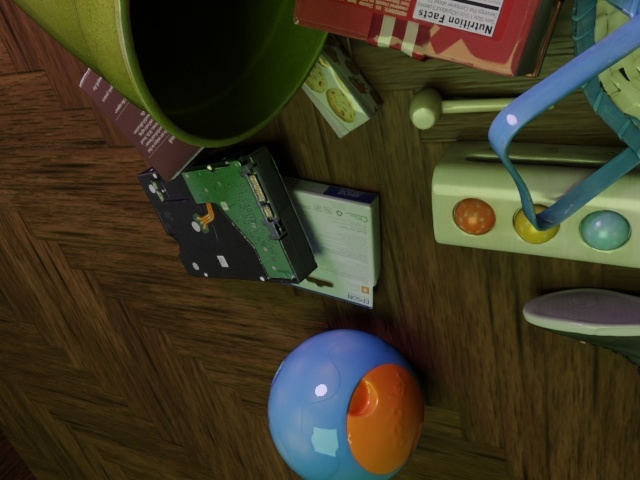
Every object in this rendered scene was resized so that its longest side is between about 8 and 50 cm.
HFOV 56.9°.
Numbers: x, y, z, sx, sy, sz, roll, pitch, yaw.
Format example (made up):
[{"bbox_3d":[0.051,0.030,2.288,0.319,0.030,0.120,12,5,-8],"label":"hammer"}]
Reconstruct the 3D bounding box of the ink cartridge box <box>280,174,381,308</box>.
[{"bbox_3d":[0.000,0.000,1.050,0.223,0.045,0.224,14,130,23],"label":"ink cartridge box"}]

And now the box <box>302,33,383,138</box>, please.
[{"bbox_3d":[-0.035,-0.296,0.834,0.067,0.063,0.324,-27,106,39],"label":"box"}]

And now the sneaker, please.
[{"bbox_3d":[0.448,0.156,0.853,0.295,0.104,0.147,2,119,25],"label":"sneaker"}]

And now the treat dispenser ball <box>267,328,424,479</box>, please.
[{"bbox_3d":[0.046,0.309,1.089,0.288,0.288,0.288,16,130,20],"label":"treat dispenser ball"}]

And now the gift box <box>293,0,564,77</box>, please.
[{"bbox_3d":[0.152,-0.313,0.584,0.255,0.258,0.276,25,113,16],"label":"gift box"}]

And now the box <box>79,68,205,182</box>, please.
[{"bbox_3d":[-0.220,-0.238,0.918,0.203,0.168,0.167,48,133,-10],"label":"box"}]

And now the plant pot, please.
[{"bbox_3d":[-0.204,-0.338,0.650,0.352,0.366,0.367,27,133,20],"label":"plant pot"}]

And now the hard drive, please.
[{"bbox_3d":[-0.177,-0.040,1.073,0.338,0.064,0.237,0,121,46],"label":"hard drive"}]

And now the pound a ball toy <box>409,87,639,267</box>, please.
[{"bbox_3d":[0.264,-0.080,0.766,0.319,0.136,0.208,8,127,26],"label":"pound a ball toy"}]

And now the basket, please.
[{"bbox_3d":[0.306,-0.136,0.565,0.289,0.254,0.201,-35,62,14],"label":"basket"}]
